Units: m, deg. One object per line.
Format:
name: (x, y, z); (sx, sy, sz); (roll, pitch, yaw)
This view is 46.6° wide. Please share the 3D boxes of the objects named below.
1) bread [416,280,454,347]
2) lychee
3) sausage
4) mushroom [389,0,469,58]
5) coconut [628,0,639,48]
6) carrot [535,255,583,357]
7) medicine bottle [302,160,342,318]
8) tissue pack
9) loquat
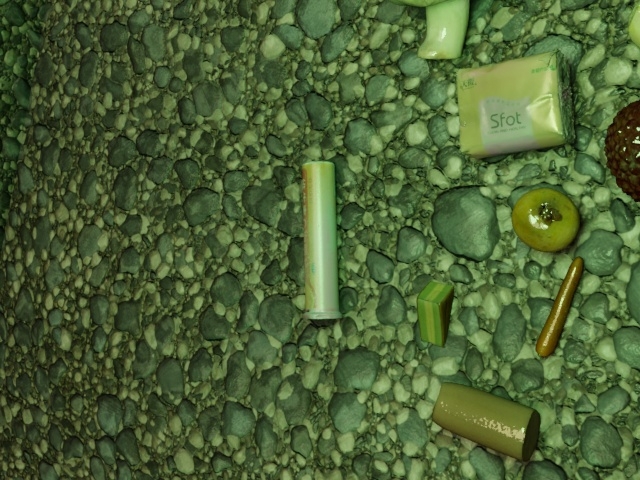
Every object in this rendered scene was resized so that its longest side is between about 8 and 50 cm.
bread: (0.293, 0.186, 1.864); (0.074, 0.084, 0.139); (10, 124, 34)
lychee: (0.694, -0.194, 1.456); (0.264, 0.264, 0.299); (-3, 111, 34)
sausage: (0.375, 0.413, 1.733); (0.253, 0.123, 0.123); (14, 96, 34)
mushroom: (0.263, -0.634, 1.757); (0.315, 0.315, 0.356); (46, 113, 26)
coconut: (0.724, -0.438, 1.523); (0.147, 0.147, 0.152); (-48, 66, 23)
carrot: (0.543, 0.152, 1.681); (0.043, 0.043, 0.247); (24, 100, 32)
medicine bottle: (0.000, 0.000, 2.020); (0.108, 0.108, 0.425); (-5, 83, 34)
tissue pack: (0.449, -0.310, 1.716); (0.257, 0.123, 0.214); (-5, 87, 41)
loquat: (0.502, -0.045, 1.656); (0.137, 0.163, 0.163); (-28, 70, -3)
